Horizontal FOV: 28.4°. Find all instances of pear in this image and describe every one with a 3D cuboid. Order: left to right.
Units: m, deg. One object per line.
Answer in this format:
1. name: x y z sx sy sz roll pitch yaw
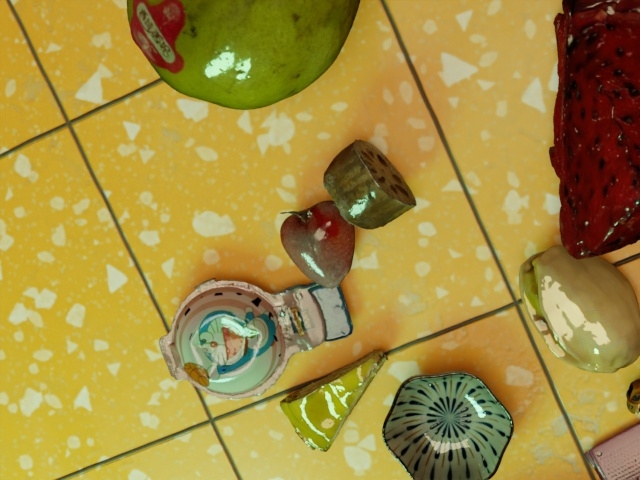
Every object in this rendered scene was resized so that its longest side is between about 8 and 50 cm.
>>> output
1. pear: -0.085 -0.330 1.623 0.287 0.287 0.375 42 136 -1

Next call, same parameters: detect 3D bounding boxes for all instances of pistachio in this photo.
1. pistachio: 0.361 0.094 1.742 0.145 0.117 0.200 -38 85 -21

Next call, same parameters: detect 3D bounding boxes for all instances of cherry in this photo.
1. cherry: -0.004 0.000 1.800 0.106 0.087 0.126 2 118 10

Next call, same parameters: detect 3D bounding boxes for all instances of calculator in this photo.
1. calculator: 0.481 0.353 1.817 0.127 0.034 0.190 -32 96 14

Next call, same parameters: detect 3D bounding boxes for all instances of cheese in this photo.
1. cheese: -0.097 0.135 1.856 0.286 0.074 0.188 -16 100 9

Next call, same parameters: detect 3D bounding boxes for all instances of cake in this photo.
1. cake: 0.033 0.246 1.856 0.185 0.080 0.116 -25 94 11

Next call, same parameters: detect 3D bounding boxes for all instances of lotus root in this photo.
1. lotus root: 0.069 -0.074 1.757 0.081 0.112 0.122 -46 60 26

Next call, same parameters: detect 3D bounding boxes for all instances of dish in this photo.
1. dish: 0.185 0.265 1.836 0.191 0.066 0.190 2 106 8

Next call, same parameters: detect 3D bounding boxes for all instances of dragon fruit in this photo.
1. dragon fruit: 0.434 -0.164 1.677 0.286 0.228 0.329 -16 67 -16

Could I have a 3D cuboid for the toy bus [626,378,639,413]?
1. toy bus: 0.521 0.197 1.746 0.195 0.083 0.088 -4 99 10
